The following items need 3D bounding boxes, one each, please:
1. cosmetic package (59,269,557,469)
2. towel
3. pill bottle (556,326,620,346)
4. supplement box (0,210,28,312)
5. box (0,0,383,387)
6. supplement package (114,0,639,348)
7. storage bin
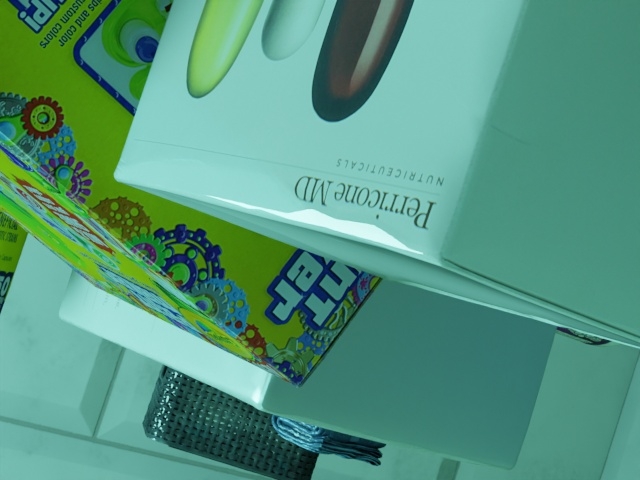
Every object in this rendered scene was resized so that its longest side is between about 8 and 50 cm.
[{"bbox_3d":[0.000,0.000,1.255,0.329,0.328,0.393,20,176,-37],"label":"cosmetic package"},{"bbox_3d":[0.008,0.186,1.172,0.067,0.029,0.119,17,177,36],"label":"towel"},{"bbox_3d":[0.314,0.034,1.525,0.301,0.169,0.169,19,177,-25],"label":"pill bottle"},{"bbox_3d":[-0.395,-0.110,1.303,0.195,0.357,0.194,18,178,3],"label":"supplement box"},{"bbox_3d":[-0.115,-0.101,0.642,0.279,0.177,0.290,43,166,-26],"label":"box"},{"bbox_3d":[0.061,-0.083,0.426,0.149,0.203,0.194,20,176,-36],"label":"supplement package"},{"bbox_3d":[-0.090,0.190,1.324,0.180,0.084,0.122,18,177,-10],"label":"storage bin"}]
